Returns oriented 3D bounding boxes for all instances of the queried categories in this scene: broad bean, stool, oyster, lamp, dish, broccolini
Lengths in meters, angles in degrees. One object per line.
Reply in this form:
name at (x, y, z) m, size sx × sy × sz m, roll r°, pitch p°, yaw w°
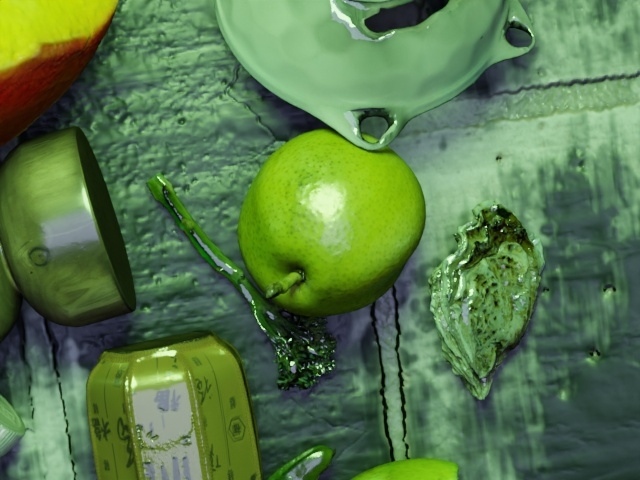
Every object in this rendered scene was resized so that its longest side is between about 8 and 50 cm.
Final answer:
broad bean at (-0.052, 0.277, 1.415) m, size 0.061 × 0.046 × 0.195 m, roll 25°, pitch 88°, yaw 9°
stool at (-0.318, 0.017, 1.322) m, size 0.264 × 0.179 × 0.179 m, roll -16°, pitch 94°, yaw -1°
oyster at (0.155, 0.055, 1.409) m, size 0.125 × 0.064 × 0.177 m, roll 28°, pitch 81°, yaw -19°
lamp at (-0.133, 0.182, 1.354) m, size 0.161 × 0.161 × 0.185 m, roll -10°, pitch 91°, yaw -2°
dish at (0.042, -0.247, 1.298) m, size 0.303 × 0.120 × 0.303 m, roll 1°, pitch 65°, yaw -2°
broccolini at (-0.077, 0.037, 1.398) m, size 0.254 × 0.057 × 0.071 m, roll 49°, pitch 53°, yaw -7°

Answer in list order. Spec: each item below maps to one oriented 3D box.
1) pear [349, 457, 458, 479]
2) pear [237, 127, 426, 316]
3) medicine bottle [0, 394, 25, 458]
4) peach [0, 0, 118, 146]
pear at (0.035, 0.336, 1.328) m, size 0.139 × 0.239 × 0.288 m, roll 17°, pitch 91°, yaw -4°
pear at (0.000, 0.000, 1.321) m, size 0.166 × 0.180 × 0.216 m, roll 41°, pitch 47°, yaw -10°
medicine bottle at (-0.373, 0.216, 1.376) m, size 0.132 × 0.088 × 0.188 m, roll 44°, pitch 91°, yaw -4°
peach at (-0.347, -0.176, 1.248) m, size 0.380 × 0.306 × 0.242 m, roll -28°, pitch 98°, yaw 9°
